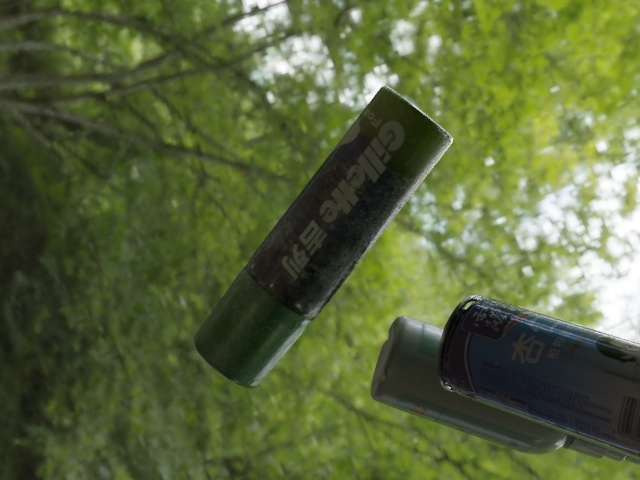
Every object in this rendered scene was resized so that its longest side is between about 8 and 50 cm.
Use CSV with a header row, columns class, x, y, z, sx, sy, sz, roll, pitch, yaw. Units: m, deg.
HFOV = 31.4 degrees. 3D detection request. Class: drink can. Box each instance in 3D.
class,x,y,z,sx,sy,sz,roll,pitch,yaw
drink can,0.222,0.120,0.971,0.235,0.097,0.097,15,-48,35

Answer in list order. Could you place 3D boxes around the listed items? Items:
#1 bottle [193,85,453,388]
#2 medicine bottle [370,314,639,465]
class,x,y,z,sx,sy,sz,roll,pitch,yaw
bottle,0.000,0.000,1.162,0.093,0.330,0.093,37,6,-5
medicine bottle,0.240,0.196,1.372,0.110,0.352,0.110,-161,-90,-88
